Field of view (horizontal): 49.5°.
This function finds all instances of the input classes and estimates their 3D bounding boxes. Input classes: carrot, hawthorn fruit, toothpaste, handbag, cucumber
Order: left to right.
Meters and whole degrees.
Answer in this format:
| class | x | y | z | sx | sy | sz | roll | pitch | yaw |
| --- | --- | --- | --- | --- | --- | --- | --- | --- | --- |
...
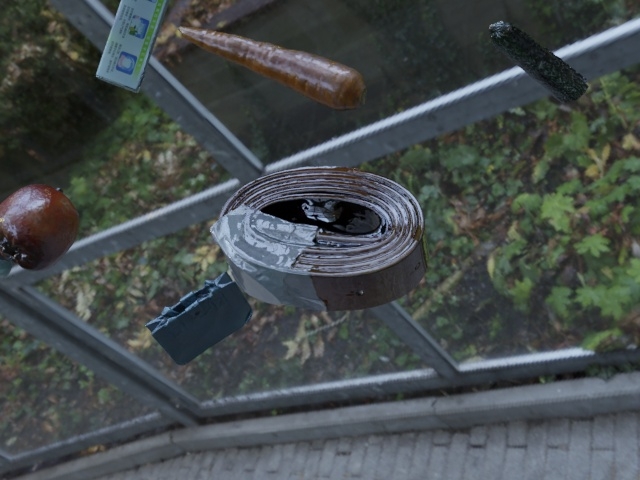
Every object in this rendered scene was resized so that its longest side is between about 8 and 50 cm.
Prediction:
| class | x | y | z | sx | sy | sz | roll | pitch | yaw |
| --- | --- | --- | --- | --- | --- | --- | --- | --- | --- |
| hawthorn fruit | -0.566 | -0.038 | 1.399 | 0.169 | 0.169 | 0.188 | -12 | 36 | 40 |
| toothpaste | -0.325 | -0.449 | 1.299 | 0.067 | 0.081 | 0.336 | -150 | 79 | -77 |
| handbag | -0.286 | 0.185 | 1.660 | 0.229 | 0.179 | 0.062 | -33 | 52 | -10 |
| carrot | -0.051 | -0.186 | 0.720 | 0.216 | 0.048 | 0.048 | 22 | 66 | 9 |
| cucumber | 0.405 | -0.348 | 1.319 | 0.067 | 0.245 | 0.067 | -44 | 30 | 33 |

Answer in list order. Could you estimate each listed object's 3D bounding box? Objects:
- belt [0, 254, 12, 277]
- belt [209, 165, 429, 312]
| class | x | y | z | sx | sy | sz | roll | pitch | yaw |
| --- | --- | --- | --- | --- | --- | --- | --- | --- | --- |
| belt | -0.755 | 0.007 | 1.543 | 0.198 | 0.078 | 0.151 | 50 | 125 | 25 |
| belt | 0.000 | 0.000 | 1.106 | 0.339 | 0.122 | 0.217 | 3 | 59 | 14 |
